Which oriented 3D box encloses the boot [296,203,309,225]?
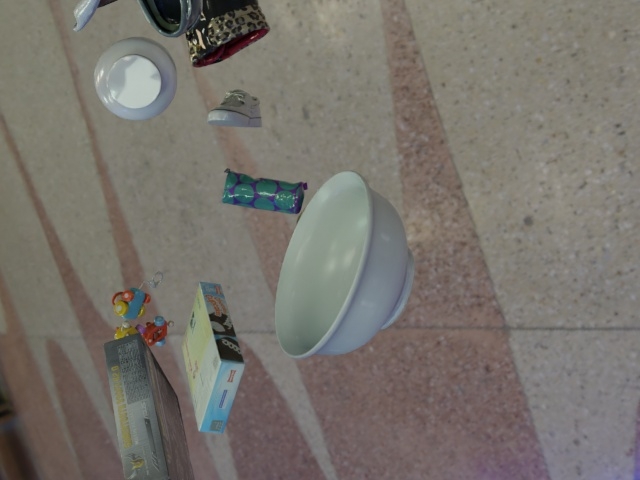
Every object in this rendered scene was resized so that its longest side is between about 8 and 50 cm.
[{"bbox_3d":[0.000,0.000,1.809,0.115,0.112,0.305,38,146,6],"label":"boot"}]

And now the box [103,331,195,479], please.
[{"bbox_3d":[-0.224,0.269,1.175,0.183,0.056,0.231,75,174,-51],"label":"box"}]

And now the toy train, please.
[{"bbox_3d":[-0.315,0.128,1.509,0.046,0.125,0.166,24,132,26],"label":"toy train"}]

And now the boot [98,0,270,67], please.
[{"bbox_3d":[-0.305,-0.500,1.823,0.138,0.377,0.284,-23,-90,-82],"label":"boot"}]

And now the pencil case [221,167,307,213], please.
[{"bbox_3d":[-0.105,-0.090,1.602,0.151,0.070,0.065,10,131,9],"label":"pencil case"}]

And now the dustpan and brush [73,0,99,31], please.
[{"bbox_3d":[-0.247,-0.321,0.990,0.211,0.060,0.147,-39,45,31],"label":"dustpan and brush"}]

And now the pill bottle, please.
[{"bbox_3d":[-0.335,-0.298,1.590,0.264,0.146,0.146,-125,23,-73],"label":"pill bottle"}]

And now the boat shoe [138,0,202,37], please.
[{"bbox_3d":[-0.250,-0.454,1.282,0.116,0.099,0.320,-7,122,9],"label":"boat shoe"}]

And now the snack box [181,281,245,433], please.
[{"bbox_3d":[-0.246,0.254,1.945,0.322,0.060,0.187,-118,42,-57],"label":"snack box"}]

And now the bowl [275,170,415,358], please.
[{"bbox_3d":[0.052,0.052,1.339,0.298,0.134,0.298,-47,33,44],"label":"bowl"}]

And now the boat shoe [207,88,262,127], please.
[{"bbox_3d":[-0.195,-0.312,2.042,0.096,0.267,0.088,4,97,16],"label":"boat shoe"}]
